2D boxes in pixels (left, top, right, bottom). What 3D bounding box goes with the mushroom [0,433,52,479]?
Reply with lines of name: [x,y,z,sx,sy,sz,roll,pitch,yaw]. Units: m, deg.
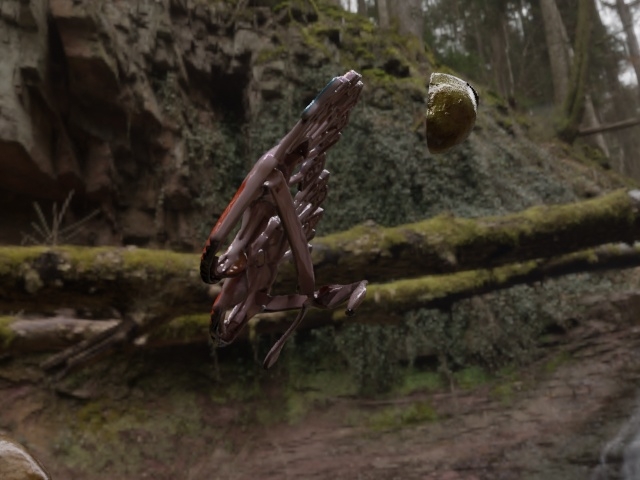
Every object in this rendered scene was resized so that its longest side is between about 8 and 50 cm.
mushroom: [-0.508,0.417,1.151,0.283,0.263,0.195,36,-2,-2]

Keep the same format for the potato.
potato: [0.174,-0.158,1.043,0.066,0.103,0.096,-1,-41,16]

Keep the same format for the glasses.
glasses: [-0.003,-0.008,0.532,0.095,0.162,0.255,25,-27,3]
